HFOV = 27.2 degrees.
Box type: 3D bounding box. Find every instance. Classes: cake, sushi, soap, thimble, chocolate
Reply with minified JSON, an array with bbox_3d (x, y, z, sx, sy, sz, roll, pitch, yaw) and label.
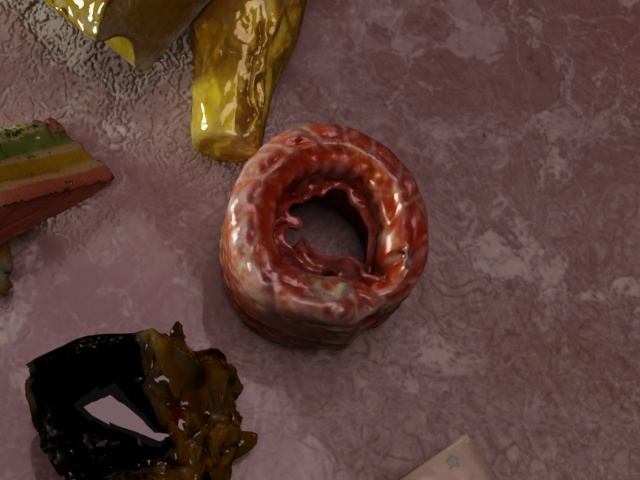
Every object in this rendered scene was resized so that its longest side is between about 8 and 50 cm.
[{"bbox_3d":[-0.340,-0.062,1.454,0.109,0.090,0.225,43,30,12],"label":"cake"},{"bbox_3d":[-0.177,0.185,1.351,0.204,0.213,0.200,-15,95,-2],"label":"sushi"},{"bbox_3d":[-0.241,-0.410,1.491,0.339,0.169,0.304,40,91,23],"label":"soap"},{"bbox_3d":[0.000,0.000,1.462,0.239,0.162,0.239,4,68,-10],"label":"thimble"},{"bbox_3d":[-0.073,-0.307,1.570,0.162,0.162,0.445,9,69,-8],"label":"chocolate"}]

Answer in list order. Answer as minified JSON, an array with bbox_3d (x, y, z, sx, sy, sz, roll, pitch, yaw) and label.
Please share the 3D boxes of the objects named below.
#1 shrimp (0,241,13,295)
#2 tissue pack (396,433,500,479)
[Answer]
[{"bbox_3d":[-0.426,0.016,1.435,0.166,0.049,0.161,-27,74,-18],"label":"shrimp"},{"bbox_3d":[0.069,0.361,1.385,0.325,0.071,0.170,-31,76,-21],"label":"tissue pack"}]
